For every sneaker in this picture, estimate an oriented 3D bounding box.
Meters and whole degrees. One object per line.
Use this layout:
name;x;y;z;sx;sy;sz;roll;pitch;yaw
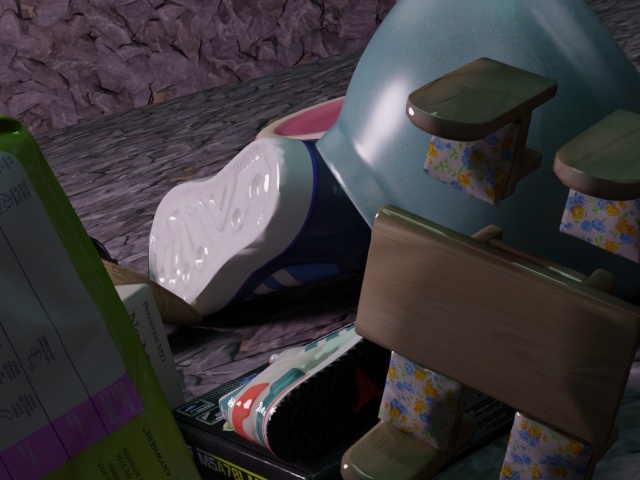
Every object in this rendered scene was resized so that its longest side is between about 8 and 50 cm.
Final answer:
sneaker;0.000;-0.001;1.218;0.236;0.130;0.323;5;-19;-28
sneaker;0.009;0.073;0.810;0.161;0.057;0.075;-31;27;-34

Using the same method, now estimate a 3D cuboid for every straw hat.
straw hat;-0.179;0.069;1.175;0.144;0.144;0.061;2;61;51

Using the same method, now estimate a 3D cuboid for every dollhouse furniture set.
dollhouse furniture set;0.113;0.067;0.606;0.242;0.212;0.161;24;31;25

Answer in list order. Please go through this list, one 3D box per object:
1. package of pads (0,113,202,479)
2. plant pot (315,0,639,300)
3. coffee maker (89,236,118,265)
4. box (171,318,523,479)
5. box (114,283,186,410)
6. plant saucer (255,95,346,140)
package of pads;-0.143;0.080;0.632;0.101;0.296;0.229;-29;19;-19
plant pot;0.121;-0.056;0.971;0.196;0.293;0.293;-35;14;4
coffee maker;-0.304;0.055;1.316;0.171;0.120;0.178;-47;25;-20
box;0.022;0.108;0.866;0.191;0.045;0.184;-24;15;-28
box;-0.201;0.128;0.891;0.094;0.113;0.275;-8;17;26
plant saucer;0.053;-0.122;1.629;0.332;0.084;0.332;-14;14;4
